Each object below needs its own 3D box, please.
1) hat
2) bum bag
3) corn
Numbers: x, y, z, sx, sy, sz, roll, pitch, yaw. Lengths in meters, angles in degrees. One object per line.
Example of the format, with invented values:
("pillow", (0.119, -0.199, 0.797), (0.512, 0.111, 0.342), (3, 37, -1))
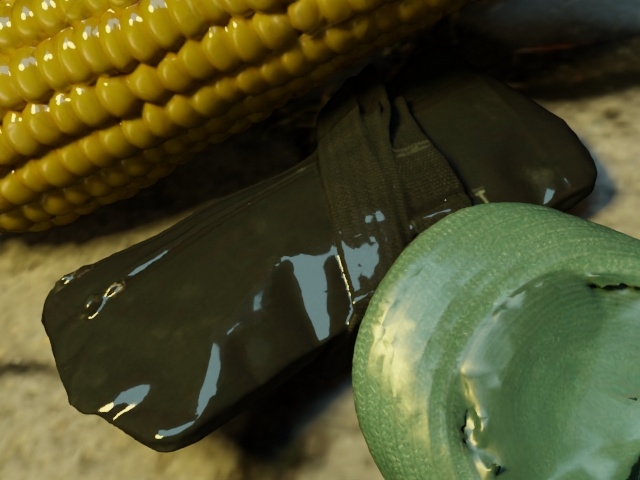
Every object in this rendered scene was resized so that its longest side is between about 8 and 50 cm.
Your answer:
("hat", (0.103, 0.070, 0.321), (0.191, 0.078, 0.138), (38, 80, 18))
("bum bag", (0.000, 0.000, 0.421), (0.248, 0.060, 0.123), (-35, 49, -11))
("corn", (-0.052, -0.120, 0.443), (0.387, 0.144, 0.144), (-28, 47, 19))
